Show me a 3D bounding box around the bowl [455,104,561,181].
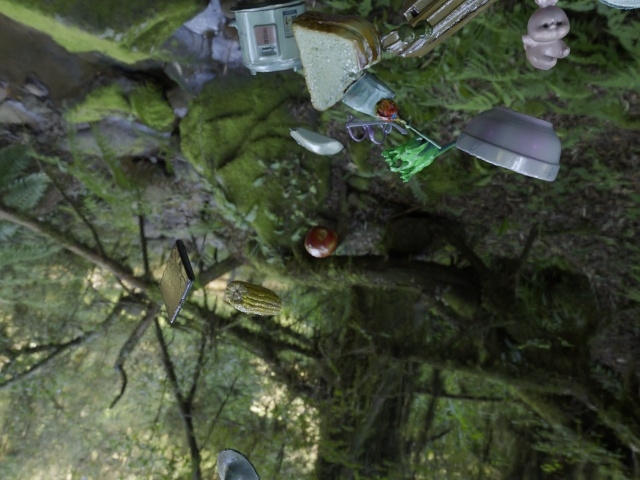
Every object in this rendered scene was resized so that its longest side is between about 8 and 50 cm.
[{"bbox_3d":[0.529,-0.278,1.586,0.287,0.143,0.287,16,-161,-6],"label":"bowl"}]

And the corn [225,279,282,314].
[{"bbox_3d":[-0.152,0.137,1.356,0.085,0.063,0.165,24,180,28],"label":"corn"}]

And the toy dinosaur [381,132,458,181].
[{"bbox_3d":[0.440,-0.388,2.235,0.500,0.143,0.374,-29,175,-22],"label":"toy dinosaur"}]

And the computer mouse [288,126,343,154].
[{"bbox_3d":[-0.021,-0.303,1.785,0.182,0.056,0.089,22,172,3],"label":"computer mouse"}]

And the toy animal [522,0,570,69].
[{"bbox_3d":[0.576,-0.551,1.472,0.125,0.124,0.212,4,138,20],"label":"toy animal"}]

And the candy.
[{"bbox_3d":[0.219,-0.286,1.435,0.201,0.060,0.060,39,166,16],"label":"candy"}]

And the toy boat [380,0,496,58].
[{"bbox_3d":[0.347,-0.654,1.576,0.136,0.162,0.446,-25,179,-39],"label":"toy boat"}]

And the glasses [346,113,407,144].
[{"bbox_3d":[0.140,-0.263,1.324,0.140,0.062,0.104,-1,175,-40],"label":"glasses"}]

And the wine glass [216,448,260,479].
[{"bbox_3d":[-0.180,0.378,0.794,0.093,0.092,0.202,-4,-168,36],"label":"wine glass"}]

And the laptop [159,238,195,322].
[{"bbox_3d":[-0.410,0.118,1.647,0.026,0.153,0.207,-3,140,-35],"label":"laptop"}]

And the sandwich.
[{"bbox_3d":[0.053,-0.461,1.549,0.254,0.099,0.288,26,148,34],"label":"sandwich"}]

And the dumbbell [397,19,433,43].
[{"bbox_3d":[0.244,-0.536,1.487,0.046,0.118,0.052,-35,88,43],"label":"dumbbell"}]

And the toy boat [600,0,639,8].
[{"bbox_3d":[0.818,-0.679,1.511,0.134,0.079,0.208,47,170,-28],"label":"toy boat"}]

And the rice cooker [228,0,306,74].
[{"bbox_3d":[-0.166,-0.741,2.005,0.317,0.264,0.316,5,119,10],"label":"rice cooker"}]

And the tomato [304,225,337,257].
[{"bbox_3d":[0.000,0.000,1.494,0.087,0.087,0.075,8,150,11],"label":"tomato"}]

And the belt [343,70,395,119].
[{"bbox_3d":[0.173,-0.571,2.224,0.207,0.150,0.257,30,-161,-14],"label":"belt"}]
